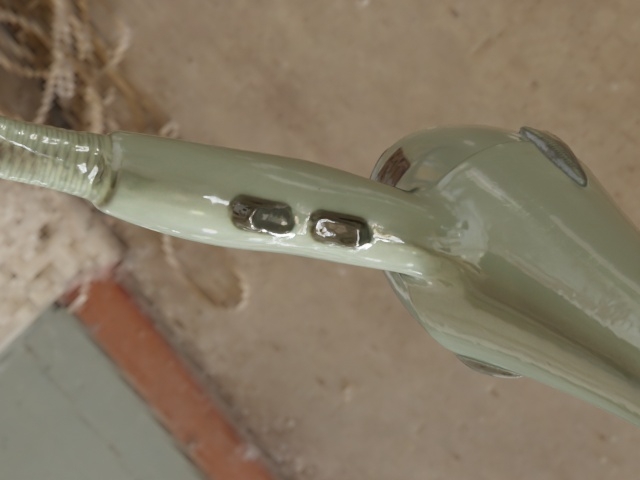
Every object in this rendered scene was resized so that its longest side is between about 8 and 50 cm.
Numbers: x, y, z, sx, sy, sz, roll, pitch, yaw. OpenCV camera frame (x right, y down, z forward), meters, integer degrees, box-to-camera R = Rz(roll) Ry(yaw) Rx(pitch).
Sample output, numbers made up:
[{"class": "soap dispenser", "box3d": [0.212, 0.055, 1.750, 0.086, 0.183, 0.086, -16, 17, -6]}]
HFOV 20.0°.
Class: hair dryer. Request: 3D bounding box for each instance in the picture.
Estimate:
[{"class": "hair dryer", "box3d": [0.032, 0.013, 0.596, 0.229, 0.267, 0.092, 29, 108, 42]}]
